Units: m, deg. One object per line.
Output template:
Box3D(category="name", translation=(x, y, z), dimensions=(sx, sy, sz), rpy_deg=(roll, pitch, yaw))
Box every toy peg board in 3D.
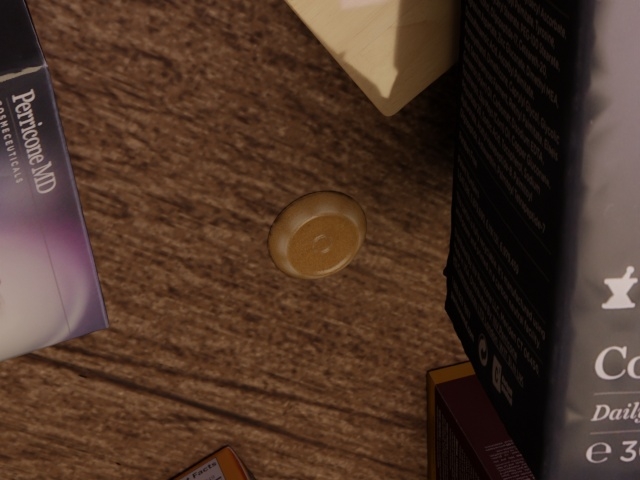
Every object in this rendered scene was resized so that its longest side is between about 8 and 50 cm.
Box3D(category="toy peg board", translation=(0.054, -0.206, 1.315), dimensions=(0.161, 0.079, 0.160), rpy_deg=(-40, 112, 7))

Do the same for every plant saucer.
Box3D(category="plant saucer", translation=(0.000, 0.000, 1.460), dimensions=(0.083, 0.015, 0.083), rpy_deg=(-10, 125, -15))

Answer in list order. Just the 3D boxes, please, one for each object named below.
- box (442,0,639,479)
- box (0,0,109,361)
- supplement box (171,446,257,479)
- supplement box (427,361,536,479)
Box3D(category="box", translation=(0.347, -0.121, 1.188), dimensions=(0.480, 0.297, 0.471), rpy_deg=(-3, 113, -9))
Box3D(category="box", translation=(-0.308, -0.040, 1.154), dimensions=(0.294, 0.182, 0.296), rpy_deg=(-19, 148, -10))
Box3D(category="supplement box", translation=(-0.147, 0.275, 1.551), dimensions=(0.233, 0.080, 0.078), rpy_deg=(-30, 129, 2))
Box3D(category="supplement box", translation=(0.185, 0.228, 1.575), dimensions=(0.129, 0.194, 0.191), rpy_deg=(-12, 126, -13))
